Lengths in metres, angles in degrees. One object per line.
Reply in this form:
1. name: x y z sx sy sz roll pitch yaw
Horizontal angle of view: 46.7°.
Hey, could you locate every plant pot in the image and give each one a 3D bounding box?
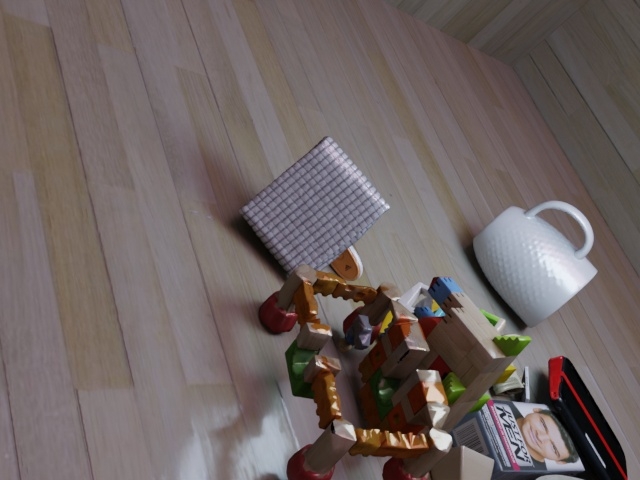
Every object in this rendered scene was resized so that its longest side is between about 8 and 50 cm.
1. plant pot: 0.314 0.532 1.662 0.109 0.109 0.096 29 51 -27

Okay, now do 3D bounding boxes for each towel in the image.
1. towel: -0.015 -0.071 1.737 0.235 0.283 0.121 49 2 -8

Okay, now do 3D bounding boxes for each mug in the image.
1. mug: 0.679 0.035 2.322 0.328 0.374 0.276 49 38 10

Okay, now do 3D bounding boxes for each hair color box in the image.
1. hair color box: 0.490 0.511 1.867 0.374 0.113 0.185 15 46 -41

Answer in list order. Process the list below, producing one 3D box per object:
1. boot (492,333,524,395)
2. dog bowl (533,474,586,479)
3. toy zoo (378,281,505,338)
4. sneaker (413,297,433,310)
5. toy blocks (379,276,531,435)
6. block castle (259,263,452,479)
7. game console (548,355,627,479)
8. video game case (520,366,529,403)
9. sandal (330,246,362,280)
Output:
1. boot: 0.530 0.353 2.103 0.213 0.077 0.165 0 57 -43
2. dog bowl: 0.646 0.705 1.673 0.408 0.150 0.408 18 9 -3
3. toy zoo: 0.279 0.209 1.828 0.293 0.030 0.192 23 54 30
4. sneaker: 0.310 0.292 1.905 0.169 0.108 0.293 44 31 -29
5. toy blocks: 0.249 0.260 1.662 0.190 0.381 0.261 4 39 -44
6. block castle: 0.055 0.288 1.514 0.303 0.213 0.453 12 41 -27
7. game console: 0.758 0.538 2.110 0.387 0.060 0.342 58 25 -2
8. video game case: 0.572 0.427 2.080 0.011 0.087 0.122 6 37 9
9. sandal: 0.008 -0.005 1.834 0.265 0.102 0.076 52 31 1
